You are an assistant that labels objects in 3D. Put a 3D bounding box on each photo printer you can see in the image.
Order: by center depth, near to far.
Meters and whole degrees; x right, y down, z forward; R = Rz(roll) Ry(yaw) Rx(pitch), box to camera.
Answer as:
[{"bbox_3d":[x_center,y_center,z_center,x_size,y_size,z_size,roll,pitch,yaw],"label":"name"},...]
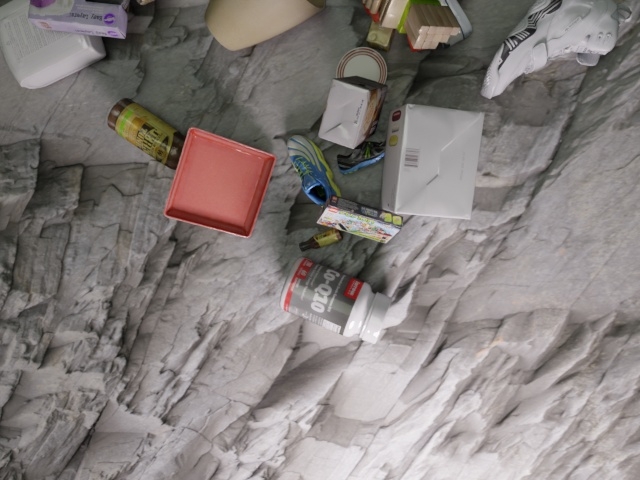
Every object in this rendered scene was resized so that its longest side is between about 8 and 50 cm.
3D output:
[{"bbox_3d":[-0.832,-0.622,1.502,0.307,0.107,0.256,-19,90,13],"label":"photo printer"}]

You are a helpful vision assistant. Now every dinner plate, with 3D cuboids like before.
[{"bbox_3d":[0.113,-0.459,1.362,0.141,0.017,0.141,1,97,12],"label":"dinner plate"}]

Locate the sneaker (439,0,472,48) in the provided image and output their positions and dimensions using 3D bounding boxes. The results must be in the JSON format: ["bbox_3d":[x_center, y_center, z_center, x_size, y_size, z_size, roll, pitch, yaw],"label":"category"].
[{"bbox_3d":[0.286,-0.617,1.269,0.091,0.094,0.258,-33,88,11],"label":"sneaker"}]

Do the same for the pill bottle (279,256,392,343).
[{"bbox_3d":[0.044,0.167,1.367,0.283,0.161,0.162,21,100,9],"label":"pill bottle"}]

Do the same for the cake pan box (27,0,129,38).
[{"bbox_3d":[-0.663,-0.710,1.387,0.266,0.070,0.246,7,90,-1],"label":"cake pan box"}]

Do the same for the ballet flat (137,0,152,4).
[{"bbox_3d":[-0.366,-0.870,1.363,0.181,0.164,0.483,20,98,-7],"label":"ballet flat"}]

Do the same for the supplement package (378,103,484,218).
[{"bbox_3d":[0.276,-0.197,1.260,0.203,0.145,0.262,4,97,-9],"label":"supplement package"}]

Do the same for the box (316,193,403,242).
[{"bbox_3d":[0.104,-0.056,1.325,0.206,0.114,0.036,16,64,-10],"label":"box"}]

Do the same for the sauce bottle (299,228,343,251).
[{"bbox_3d":[0.000,0.000,1.420,0.128,0.042,0.042,-20,91,11],"label":"sauce bottle"}]

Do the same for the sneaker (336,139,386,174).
[{"bbox_3d":[0.128,-0.247,1.355,0.188,0.067,0.078,-24,96,16],"label":"sneaker"}]

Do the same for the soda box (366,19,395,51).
[{"bbox_3d":[0.179,-0.605,1.312,0.061,0.058,0.182,19,99,9],"label":"soda box"}]

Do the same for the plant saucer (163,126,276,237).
[{"bbox_3d":[-0.287,-0.162,1.410,0.258,0.047,0.259,15,101,-26],"label":"plant saucer"}]

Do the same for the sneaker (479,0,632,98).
[{"bbox_3d":[0.570,-0.468,1.200,0.210,0.137,0.366,39,99,9],"label":"sneaker"}]

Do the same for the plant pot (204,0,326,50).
[{"bbox_3d":[-0.170,-0.640,1.309,0.273,0.256,0.257,-28,89,30],"label":"plant pot"}]

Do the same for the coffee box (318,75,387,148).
[{"bbox_3d":[0.087,-0.332,1.251,0.098,0.246,0.141,20,113,10],"label":"coffee box"}]

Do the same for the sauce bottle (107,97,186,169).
[{"bbox_3d":[-0.454,-0.284,1.451,0.344,0.111,0.112,33,101,1],"label":"sauce bottle"}]

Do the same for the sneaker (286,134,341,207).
[{"bbox_3d":[-0.023,-0.191,1.362,0.091,0.126,0.240,-35,88,13],"label":"sneaker"}]

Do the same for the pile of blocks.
[{"bbox_3d":[0.188,-0.592,1.237,0.148,0.113,0.362,-29,71,-29],"label":"pile of blocks"}]
